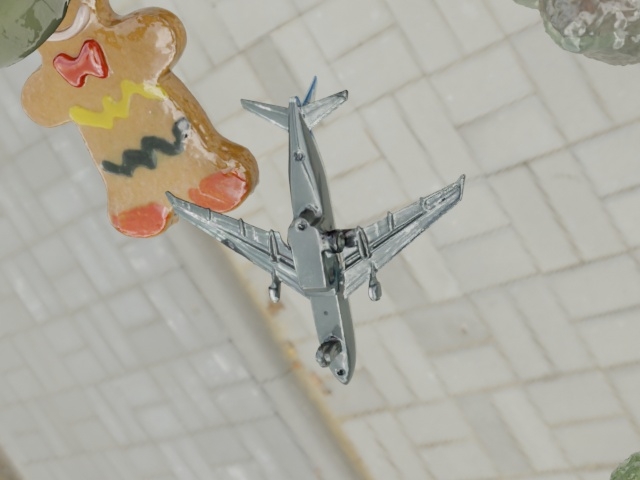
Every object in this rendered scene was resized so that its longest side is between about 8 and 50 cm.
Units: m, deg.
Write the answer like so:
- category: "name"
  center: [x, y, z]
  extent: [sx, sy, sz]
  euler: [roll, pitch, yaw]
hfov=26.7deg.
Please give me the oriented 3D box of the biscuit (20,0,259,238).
- category: "biscuit"
  center: [-0.162, -0.115, 1.029]
  extent: [0.165, 0.036, 0.250]
  euler: [-20, 108, 32]

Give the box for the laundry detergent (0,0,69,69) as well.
- category: "laundry detergent"
  center: [-0.223, -0.193, 0.826]
  extent: [0.181, 0.091, 0.253]
  euler: [50, -174, -11]

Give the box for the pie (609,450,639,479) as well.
- category: "pie"
  center: [0.193, 0.196, 0.557]
  extent: [0.240, 0.054, 0.240]
  euler: [164, 90, -71]

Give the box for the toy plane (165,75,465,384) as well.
- category: "toy plane"
  center: [-0.001, -0.001, 0.949]
  extent: [0.226, 0.058, 0.226]
  euler: [-2, 101, 22]

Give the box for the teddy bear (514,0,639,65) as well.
- category: "teddy bear"
  center: [0.251, -0.259, 1.001]
  extent: [0.267, 0.151, 0.236]
  euler: [-67, 32, 27]
